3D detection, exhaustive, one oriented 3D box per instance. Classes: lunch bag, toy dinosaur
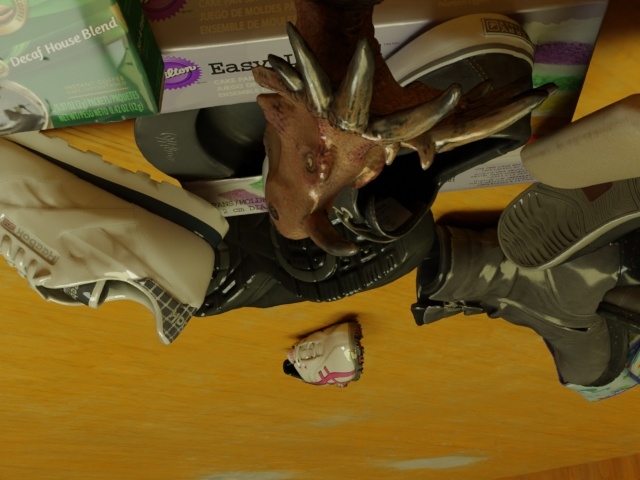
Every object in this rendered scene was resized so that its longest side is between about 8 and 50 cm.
[{"bbox_3d":[0.380,0.138,1.401,0.151,0.096,0.129,-28,151,18],"label":"lunch bag"},{"bbox_3d":[0.012,-0.124,0.374,0.127,0.200,0.295,-8,160,6],"label":"toy dinosaur"}]

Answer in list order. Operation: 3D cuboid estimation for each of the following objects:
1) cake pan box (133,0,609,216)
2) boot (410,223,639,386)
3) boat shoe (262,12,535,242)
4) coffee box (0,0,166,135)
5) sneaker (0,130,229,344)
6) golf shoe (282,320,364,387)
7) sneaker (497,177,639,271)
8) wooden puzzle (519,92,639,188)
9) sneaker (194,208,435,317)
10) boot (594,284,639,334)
[{"bbox_3d":[0.021,-0.095,0.666,0.267,0.070,0.246,-5,159,1],"label":"cake pan box"},{"bbox_3d":[0.201,0.059,1.120,0.223,0.118,0.338,-4,150,4],"label":"boot"},{"bbox_3d":[0.038,-0.039,0.612,0.080,0.076,0.228,8,156,-33],"label":"boat shoe"},{"bbox_3d":[-0.147,-0.124,0.481,0.113,0.040,0.184,-6,139,7],"label":"coffee box"},{"bbox_3d":[-0.181,-0.015,0.713,0.235,0.094,0.090,21,168,2],"label":"sneaker"},{"bbox_3d":[0.004,0.144,1.340,0.086,0.067,0.186,0,160,-11],"label":"golf shoe"},{"bbox_3d":[0.250,-0.053,0.861,0.118,0.083,0.222,-12,165,-48],"label":"sneaker"},{"bbox_3d":[0.291,-0.075,0.534,0.348,0.080,0.322,-19,-179,3],"label":"wooden puzzle"},{"bbox_3d":[0.000,0.000,0.894,0.130,0.109,0.286,-2,175,-38],"label":"sneaker"},{"bbox_3d":[0.336,0.008,0.938,0.246,0.161,0.083,5,-165,-41],"label":"boot"}]
